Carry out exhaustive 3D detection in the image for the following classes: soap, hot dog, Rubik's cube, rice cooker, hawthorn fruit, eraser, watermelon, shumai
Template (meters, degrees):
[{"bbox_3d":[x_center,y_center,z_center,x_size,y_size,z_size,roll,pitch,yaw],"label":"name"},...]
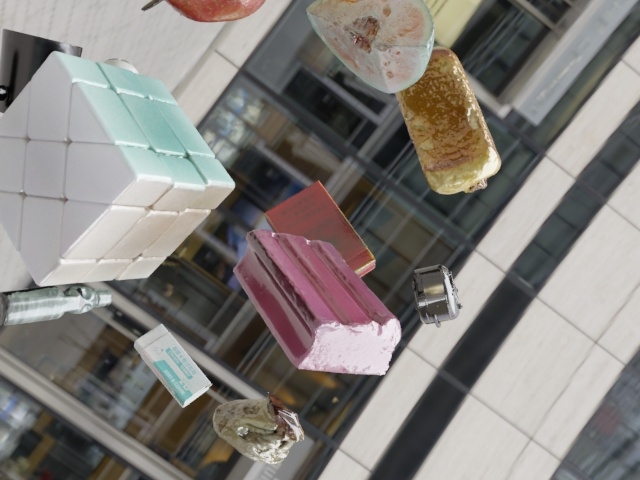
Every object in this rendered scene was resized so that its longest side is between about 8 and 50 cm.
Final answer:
[{"bbox_3d":[-0.008,0.122,1.623,0.359,0.233,0.128,50,-58,49],"label":"soap"},{"bbox_3d":[0.325,-0.282,1.968,0.185,0.405,0.223,-23,152,15],"label":"hot dog"},{"bbox_3d":[-0.426,-0.129,1.527,0.319,0.322,0.316,-42,163,21],"label":"Rubik's cube"},{"bbox_3d":[0.266,0.127,1.791,0.106,0.165,0.112,-18,-133,16],"label":"rice cooker"},{"bbox_3d":[-0.320,-0.702,2.073,0.369,0.284,0.285,-26,-171,4],"label":"hawthorn fruit"},{"bbox_3d":[-0.409,0.344,2.137,0.095,0.225,0.052,-34,165,-32],"label":"eraser"},{"bbox_3d":[0.149,-0.485,1.826,0.175,0.322,0.188,-48,155,-12],"label":"watermelon"},{"bbox_3d":[-0.129,0.397,1.700,0.120,0.201,0.201,-59,-175,12],"label":"shumai"}]

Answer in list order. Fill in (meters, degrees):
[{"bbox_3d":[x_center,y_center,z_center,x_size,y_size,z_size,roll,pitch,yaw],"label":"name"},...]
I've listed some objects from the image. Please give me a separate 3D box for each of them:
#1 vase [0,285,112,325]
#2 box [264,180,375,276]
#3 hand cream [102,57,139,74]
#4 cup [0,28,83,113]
[{"bbox_3d":[-0.463,0.108,1.363,0.211,0.060,0.060,-5,145,-46],"label":"vase"},{"bbox_3d":[-0.001,0.000,2.330,0.197,0.313,0.089,-32,161,-10],"label":"box"},{"bbox_3d":[-0.597,-0.348,2.202,0.185,0.118,0.358,89,3,-65],"label":"hand cream"},{"bbox_3d":[-0.651,-0.359,1.671,0.166,0.239,0.177,29,-72,56],"label":"cup"}]
